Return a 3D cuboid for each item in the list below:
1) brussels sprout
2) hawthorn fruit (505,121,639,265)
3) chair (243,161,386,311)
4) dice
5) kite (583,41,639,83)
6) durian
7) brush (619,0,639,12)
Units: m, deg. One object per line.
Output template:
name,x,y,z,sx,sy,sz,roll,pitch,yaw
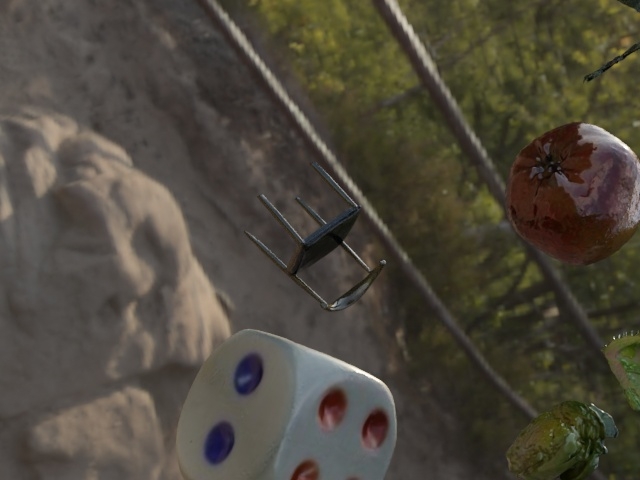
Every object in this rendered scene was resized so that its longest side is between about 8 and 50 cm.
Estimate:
brussels sprout,0.385,0.332,1.744,0.100,0.181,0.139,29,43,-15
hawthorn fruit,0.498,-0.086,2.088,0.299,0.275,0.275,28,51,-59
chair,0.000,0.000,2.267,0.188,0.166,0.272,-35,75,-30
dice,-0.064,0.352,1.969,0.277,0.304,0.304,32,76,-37
kite,0.524,-0.325,1.606,0.011,0.314,0.335,58,-2,17
durian,0.431,0.185,1.311,0.086,0.100,0.215,22,26,-45
brush,0.499,-0.313,1.518,0.021,0.196,0.070,-47,169,-21
